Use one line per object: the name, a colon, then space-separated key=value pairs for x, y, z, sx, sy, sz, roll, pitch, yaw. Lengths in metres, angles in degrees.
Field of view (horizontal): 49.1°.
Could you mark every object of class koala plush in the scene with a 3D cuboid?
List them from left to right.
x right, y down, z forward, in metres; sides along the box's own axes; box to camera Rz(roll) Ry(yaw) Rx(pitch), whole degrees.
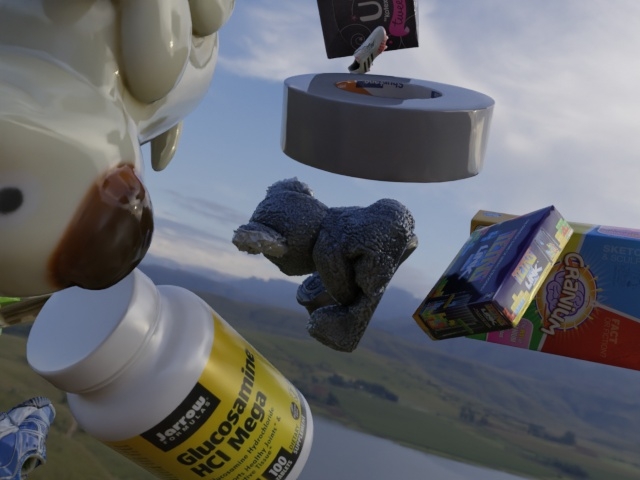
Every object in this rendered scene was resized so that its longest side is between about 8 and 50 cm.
koala plush: x=0.000 y=0.000 z=0.973 sx=0.221 sy=0.196 sz=0.203 roll=26 pitch=-51 yaw=6

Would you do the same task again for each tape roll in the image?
tape roll: x=0.068 y=-0.125 z=0.737 sx=0.219 sy=0.072 sz=0.219 roll=5 pitch=20 yaw=-2

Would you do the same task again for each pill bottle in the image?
pill bottle: x=-0.164 y=0.173 z=0.812 sx=0.188 sy=0.187 sz=0.334 roll=6 pitch=-33 yaw=40

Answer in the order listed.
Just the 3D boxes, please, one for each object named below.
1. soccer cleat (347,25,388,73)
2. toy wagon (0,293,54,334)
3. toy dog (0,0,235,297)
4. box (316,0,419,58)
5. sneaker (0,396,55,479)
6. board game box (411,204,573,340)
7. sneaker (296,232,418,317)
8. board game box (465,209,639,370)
soccer cleat: x=0.065 y=-0.263 z=0.976 sx=0.036 sy=0.029 sz=0.083 roll=-15 pitch=-23 yaw=-31
toy wagon: x=-0.530 y=0.107 z=1.256 sx=0.267 sy=0.068 sz=0.344 roll=-18 pitch=-9 yaw=1
toy dog: x=-0.245 y=-0.143 z=0.635 sx=0.285 sy=0.407 sz=0.395 roll=10 pitch=-38 yaw=0
box: x=0.073 y=-0.443 z=1.144 sx=0.164 sy=0.142 sz=0.247 roll=-5 pitch=-55 yaw=11
sneaker: x=-0.376 y=0.251 z=0.861 sx=0.081 sy=0.080 sz=0.211 roll=55 pitch=0 yaw=-1
board game box: x=0.208 y=0.041 z=0.851 sx=0.048 sy=0.170 sz=0.141 roll=48 pitch=-32 yaw=-10
sneaker: x=0.087 y=0.080 z=1.423 sx=0.109 sy=0.286 sz=0.130 roll=28 pitch=-32 yaw=61
board game box: x=0.424 y=0.084 z=1.246 sx=0.317 sy=0.242 sz=0.064 roll=8 pitch=22 yaw=25
